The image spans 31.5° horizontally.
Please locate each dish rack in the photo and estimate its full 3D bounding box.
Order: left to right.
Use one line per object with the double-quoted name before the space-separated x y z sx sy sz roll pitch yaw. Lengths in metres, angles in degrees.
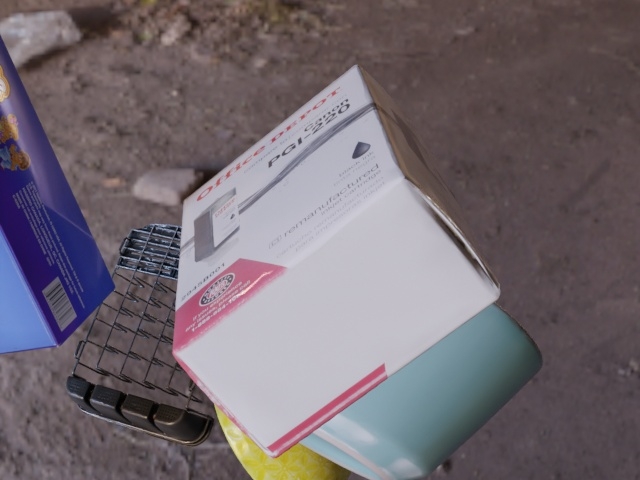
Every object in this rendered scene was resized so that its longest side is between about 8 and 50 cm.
"dish rack" -0.208 0.113 1.490 0.208 0.074 0.271 12 73 24

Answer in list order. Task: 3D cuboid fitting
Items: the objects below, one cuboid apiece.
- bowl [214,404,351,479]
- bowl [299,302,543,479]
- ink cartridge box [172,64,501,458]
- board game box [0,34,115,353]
"bowl" -0.020 0.260 1.781 0.156 0.289 0.289 -34 32 18
"bowl" 0.024 0.108 1.027 0.311 0.311 0.163 24 76 26
"ink cartridge box" 0.000 0.000 0.675 0.158 0.092 0.218 -37 20 11
"board game box" -0.309 -0.084 0.726 0.233 0.347 0.078 -10 23 26
